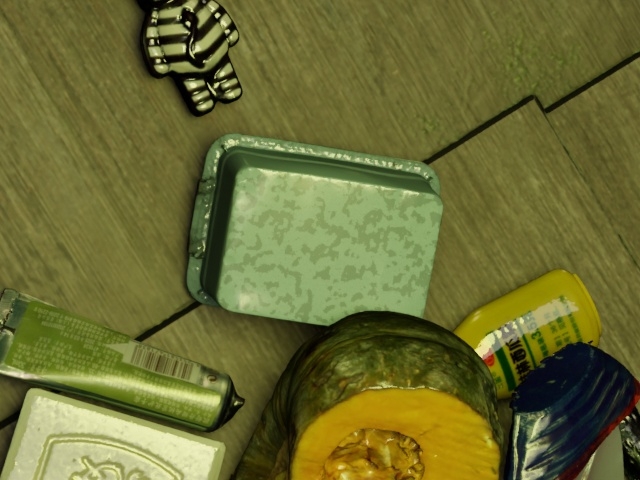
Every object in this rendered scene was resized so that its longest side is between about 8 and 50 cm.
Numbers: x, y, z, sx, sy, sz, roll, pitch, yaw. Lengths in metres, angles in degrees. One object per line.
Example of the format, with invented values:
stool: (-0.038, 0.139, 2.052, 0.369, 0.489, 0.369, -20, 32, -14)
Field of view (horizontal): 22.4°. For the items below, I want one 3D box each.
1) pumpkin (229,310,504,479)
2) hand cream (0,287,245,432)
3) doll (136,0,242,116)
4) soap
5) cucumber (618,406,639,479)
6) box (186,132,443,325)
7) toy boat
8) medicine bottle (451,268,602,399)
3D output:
pumpkin: (0.042, 0.196, 1.391, 0.190, 0.139, 0.280, 15, 118, -17)
hand cream: (-0.182, 0.114, 1.440, 0.235, 0.055, 0.086, 19, 52, -8)
doll: (-0.138, -0.220, 1.468, 0.091, 0.067, 0.219, -26, 97, -16)
soap: (-0.188, 0.211, 1.425, 0.183, 0.064, 0.121, 17, 83, -9)
cucumber: (0.297, 0.192, 1.534, 0.053, 0.053, 0.181, -39, 95, -12)
box: (0.000, 0.000, 1.446, 0.227, 0.130, 0.162, 8, 99, -12)
toy boat: (0.249, 0.224, 1.453, 0.318, 0.072, 0.219, 55, 52, -40)
medicine bottle: (0.136, 0.117, 1.499, 0.260, 0.064, 0.095, -26, 111, -8)
